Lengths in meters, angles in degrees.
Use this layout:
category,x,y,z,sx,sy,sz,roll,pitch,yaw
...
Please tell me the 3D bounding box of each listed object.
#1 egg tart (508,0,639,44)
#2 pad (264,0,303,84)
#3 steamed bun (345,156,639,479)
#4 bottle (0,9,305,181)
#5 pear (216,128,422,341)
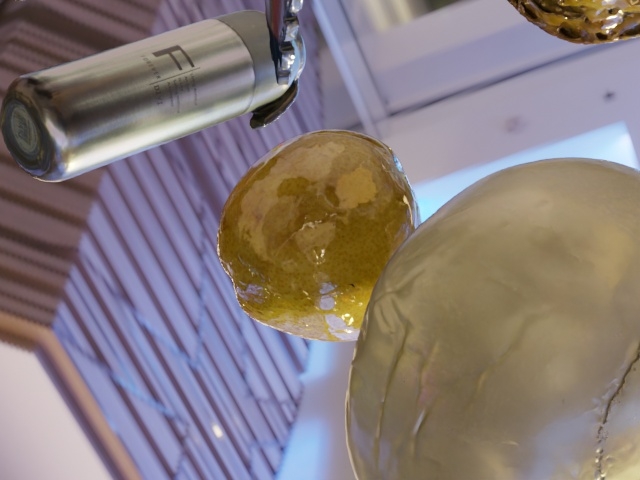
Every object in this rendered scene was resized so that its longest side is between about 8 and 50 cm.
category,x,y,z,sx,sy,sz,roll,pitch,yaw
egg tart,0.164,-0.206,0.860,0.191,0.191,0.074,3,-172,39
pad,-0.018,-0.248,0.631,0.012,0.269,0.269,-2,-122,-10
steamed bun,0.197,0.102,1.119,0.334,0.312,0.233,-25,-139,-30
bottle,-0.115,-0.108,1.084,0.254,0.096,0.079,-26,-171,-40
pear,0.000,0.000,1.419,0.209,0.209,0.209,-19,-150,11
